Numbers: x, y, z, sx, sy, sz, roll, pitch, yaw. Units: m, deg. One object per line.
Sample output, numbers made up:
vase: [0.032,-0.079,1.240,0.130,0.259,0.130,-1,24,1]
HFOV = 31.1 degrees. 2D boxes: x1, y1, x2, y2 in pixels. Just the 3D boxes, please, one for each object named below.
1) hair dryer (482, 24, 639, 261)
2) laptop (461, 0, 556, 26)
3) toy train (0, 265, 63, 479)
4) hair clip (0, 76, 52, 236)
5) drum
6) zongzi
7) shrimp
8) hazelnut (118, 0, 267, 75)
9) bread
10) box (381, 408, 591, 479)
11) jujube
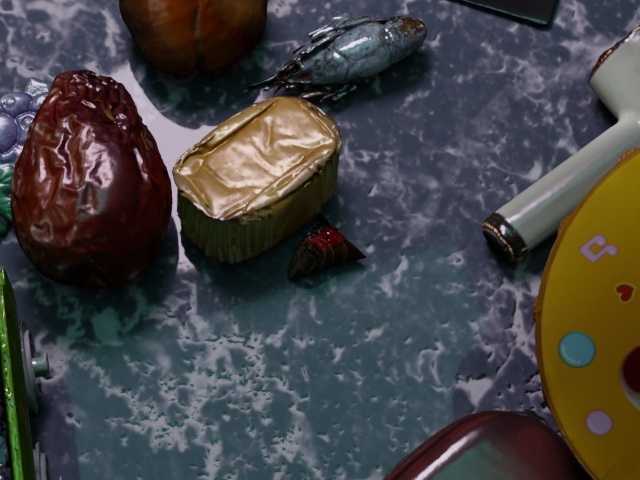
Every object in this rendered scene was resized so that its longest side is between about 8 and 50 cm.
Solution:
hair dryer: [0.321,-0.083,1.306,0.362,0.128,0.203,-36,77,-8]
laptop: [0.208,-0.347,1.442,0.197,0.016,0.135,18,70,4]
toy train: [-0.343,0.177,1.081,0.174,0.249,0.307,-8,70,-10]
hair clip: [-0.351,-0.093,1.291,0.124,0.052,0.195,19,74,-9]
drum: [0.423,0.078,1.089,0.431,0.214,0.431,2,97,21]
zongzi: [0.000,0.000,1.285,0.083,0.067,0.073,-12,58,-28]
shrimp: [0.015,-0.214,1.348,0.233,0.079,0.090,-20,110,-6]
hazelnut: [-0.146,-0.281,1.310,0.182,0.182,0.182,1,70,-4]
bread: [-0.069,-0.065,1.266,0.190,0.114,0.132,-33,66,-24]
box: [0.219,0.365,1.126,0.263,0.108,0.404,-35,76,-16]
jujube: [-0.244,-0.067,1.228,0.168,0.168,0.236,-3,68,-5]
